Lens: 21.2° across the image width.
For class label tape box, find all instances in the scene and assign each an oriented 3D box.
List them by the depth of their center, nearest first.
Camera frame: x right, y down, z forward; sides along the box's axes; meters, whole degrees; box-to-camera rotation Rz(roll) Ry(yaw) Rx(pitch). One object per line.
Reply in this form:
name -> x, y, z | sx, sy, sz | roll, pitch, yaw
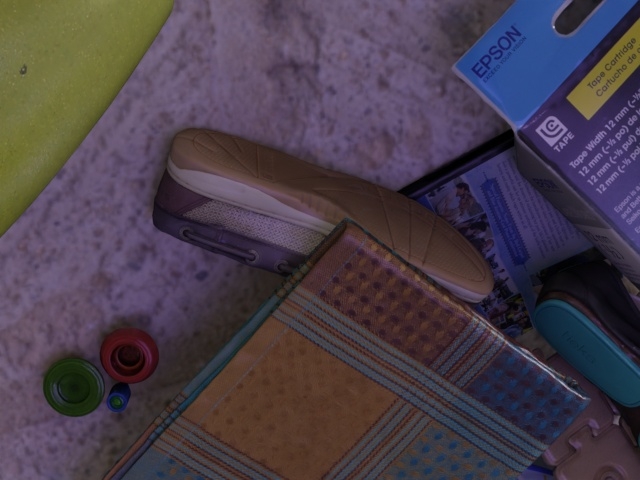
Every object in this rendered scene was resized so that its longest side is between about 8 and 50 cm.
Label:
label tape box -> 0.299, -0.107, 1.407 | 0.348, 0.115, 0.249 | 43, 86, -9

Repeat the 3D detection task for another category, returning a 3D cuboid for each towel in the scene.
towel -> 0.002, 0.183, 1.399 | 0.271, 0.040, 0.370 | 36, 109, -19

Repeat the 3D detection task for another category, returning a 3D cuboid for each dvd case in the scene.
dvd case -> 0.174, -0.008, 1.486 | 0.253, 0.022, 0.180 | -29, 117, -5

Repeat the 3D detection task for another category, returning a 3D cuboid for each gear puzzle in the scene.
gear puzzle -> 0.317, 0.112, 1.534 | 0.339, 0.044, 0.175 | -33, 91, -23

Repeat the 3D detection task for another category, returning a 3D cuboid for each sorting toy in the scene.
sorting toy -> -0.177, 0.109, 1.416 | 0.102, 0.042, 0.061 | -27, 102, 7

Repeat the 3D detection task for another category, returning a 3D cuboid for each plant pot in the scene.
plant pot -> -0.257, -0.132, 1.182 | 0.293, 0.275, 0.274 | -39, 119, -17

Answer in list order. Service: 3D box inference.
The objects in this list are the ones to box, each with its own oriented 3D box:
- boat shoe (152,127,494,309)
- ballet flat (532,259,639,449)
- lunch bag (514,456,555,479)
boat shoe -> 0.000, 0.000, 1.386 | 0.285, 0.103, 0.092 | 21, 119, -13
ballet flat -> 0.296, 0.129, 1.451 | 0.096, 0.095, 0.280 | -39, 94, -38
lunch bag -> 0.192, 0.242, 1.519 | 0.129, 0.151, 0.096 | 19, 114, -23
